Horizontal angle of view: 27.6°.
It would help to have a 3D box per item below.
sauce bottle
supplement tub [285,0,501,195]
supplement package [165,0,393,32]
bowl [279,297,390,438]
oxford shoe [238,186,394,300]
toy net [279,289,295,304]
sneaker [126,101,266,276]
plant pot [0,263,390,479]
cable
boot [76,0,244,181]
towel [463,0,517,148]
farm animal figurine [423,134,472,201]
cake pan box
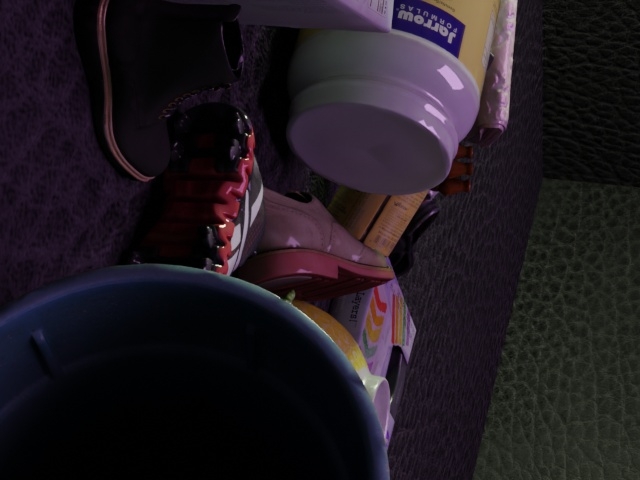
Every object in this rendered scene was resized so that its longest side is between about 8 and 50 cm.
[{"bbox_3d":[0.120,-0.120,1.776,0.344,0.111,0.111,-57,164,3],"label":"sauce bottle"},{"bbox_3d":[0.093,-0.249,1.618,0.241,0.241,0.331,69,31,-58],"label":"supplement tub"},{"bbox_3d":[-0.051,-0.305,1.165,0.262,0.199,0.198,-3,99,-74],"label":"supplement package"},{"bbox_3d":[-0.001,0.219,1.635,0.289,0.156,0.289,7,90,-74],"label":"bowl"},{"bbox_3d":[0.000,0.000,1.579,0.348,0.123,0.130,16,59,-69],"label":"oxford shoe"},{"bbox_3d":[-0.081,0.159,1.423,0.232,0.045,0.122,-53,172,-42],"label":"toy net"},{"bbox_3d":[-0.115,0.008,1.254,0.135,0.097,0.276,67,32,-56],"label":"sneaker"},{"bbox_3d":[-0.122,0.249,0.978,0.334,0.341,0.341,88,16,-57],"label":"plant pot"},{"bbox_3d":[0.122,-0.014,2.050,0.072,0.139,0.287,63,2,16],"label":"cable"},{"bbox_3d":[-0.121,-0.122,1.111,0.198,0.137,0.077,79,24,-49],"label":"boot"},{"bbox_3d":[0.260,-0.318,1.996,0.317,0.053,0.332,62,31,-87],"label":"towel"},{"bbox_3d":[0.141,-0.230,1.965,0.327,0.172,0.330,46,46,-86],"label":"farm animal figurine"},{"bbox_3d":[0.072,0.177,2.007,0.267,0.070,0.246,68,34,-51],"label":"cake pan box"}]
